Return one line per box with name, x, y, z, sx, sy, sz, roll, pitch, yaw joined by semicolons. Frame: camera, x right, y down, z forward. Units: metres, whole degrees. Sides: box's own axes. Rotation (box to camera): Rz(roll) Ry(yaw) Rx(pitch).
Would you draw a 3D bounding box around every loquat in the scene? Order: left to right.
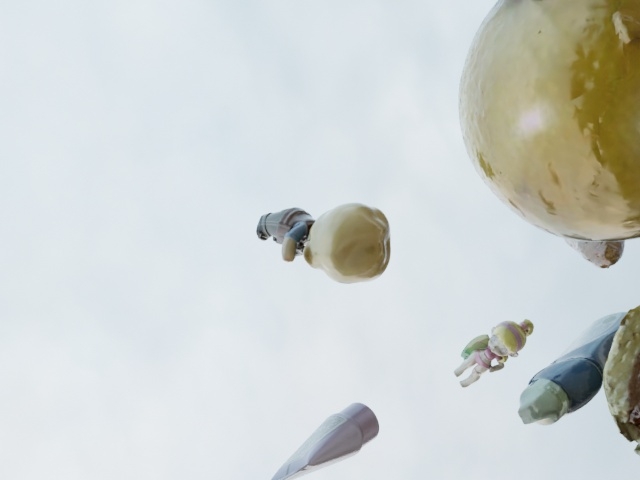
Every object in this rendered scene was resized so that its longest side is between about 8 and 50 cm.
loquat;0.287;-0.174;0.901;0.359;0.328;0.328;50;-125;-22

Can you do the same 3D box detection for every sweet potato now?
sweet potato;0.419;-0.019;1.362;0.251;0.097;0.097;-64;-38;-66

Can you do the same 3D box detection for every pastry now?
pastry;0.562;0.201;1.323;0.170;0.256;0.237;16;-126;-58

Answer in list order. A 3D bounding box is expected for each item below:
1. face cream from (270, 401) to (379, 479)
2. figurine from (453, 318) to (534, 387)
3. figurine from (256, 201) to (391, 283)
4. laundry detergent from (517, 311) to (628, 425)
face cream;0.006;0.427;1.811;0.274;0.154;0.096;-24;-98;-43
figurine;0.324;0.209;1.666;0.083;0.187;0.083;25;-145;-19
figurine;0.000;0.000;1.172;0.114;0.196;0.108;23;-104;-53
laundry detergent;0.429;0.220;1.457;0.290;0.143;0.094;-28;-94;-41
